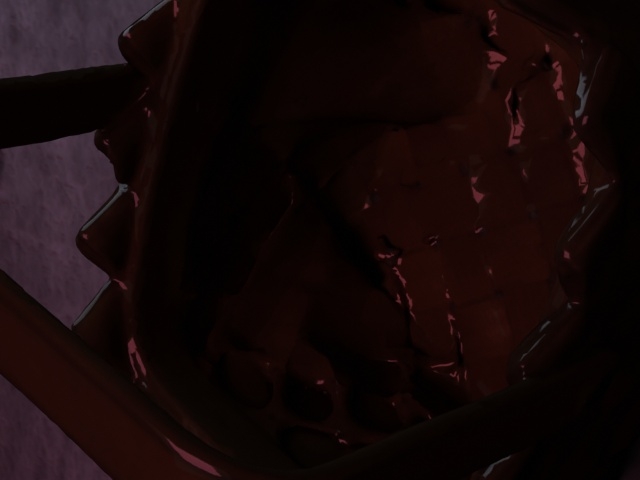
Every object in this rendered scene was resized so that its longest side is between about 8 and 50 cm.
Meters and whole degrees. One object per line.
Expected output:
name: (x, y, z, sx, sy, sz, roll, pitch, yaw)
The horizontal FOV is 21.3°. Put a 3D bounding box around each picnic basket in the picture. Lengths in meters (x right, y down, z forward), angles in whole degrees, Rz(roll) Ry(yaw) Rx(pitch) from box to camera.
picnic basket: (0.000, 0.000, 0.662, 0.254, 0.321, 0.291, 37, 124, 31)
